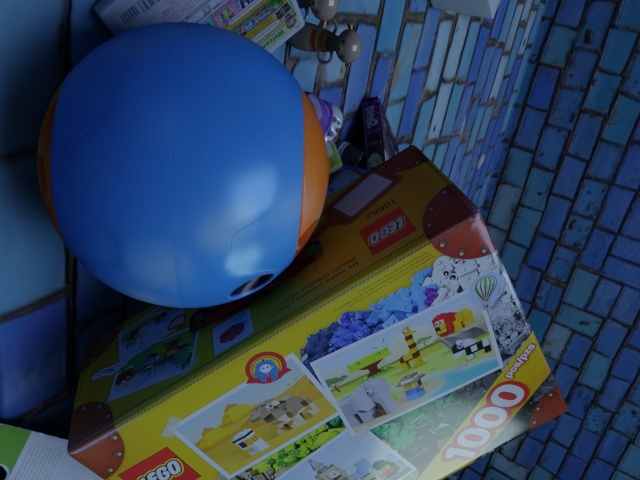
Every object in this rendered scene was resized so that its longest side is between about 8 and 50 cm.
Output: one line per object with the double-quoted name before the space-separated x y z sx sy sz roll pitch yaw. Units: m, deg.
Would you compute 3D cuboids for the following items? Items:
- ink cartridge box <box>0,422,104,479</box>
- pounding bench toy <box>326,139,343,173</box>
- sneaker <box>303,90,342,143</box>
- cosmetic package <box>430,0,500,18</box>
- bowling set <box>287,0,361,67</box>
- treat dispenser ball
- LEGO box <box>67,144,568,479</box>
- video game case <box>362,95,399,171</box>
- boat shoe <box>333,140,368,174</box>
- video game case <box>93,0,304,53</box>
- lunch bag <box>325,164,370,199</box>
"ink cartridge box" -0.353 0.333 0.770 0.255 0.097 0.188 28 85 -31
"pounding bench toy" -0.011 -0.161 1.065 0.052 0.065 0.083 -39 113 -45
"sneaker" -0.050 -0.149 0.964 0.104 0.095 0.236 39 71 -58
"cosmetic package" 0.319 -0.601 1.239 0.151 0.151 0.184 -67 157 -1
"bowling set" -0.007 -0.365 0.772 0.200 0.154 0.287 -37 142 -48
"treat dispenser ball" -0.136 -0.074 0.602 0.288 0.288 0.288 -46 148 -39
"LEGO box" 0.011 0.178 0.760 0.500 0.193 0.372 -32 122 5
"video game case" 0.143 -0.167 1.276 0.232 0.042 0.210 45 39 -64
"boat shoe" 0.084 -0.130 1.260 0.080 0.076 0.228 -56 154 -22
"video game case" -0.129 -0.265 0.685 0.212 0.023 0.193 -41 152 -5
"lunch bag" 0.045 0.088 1.045 0.328 0.239 0.385 -55 158 -67
